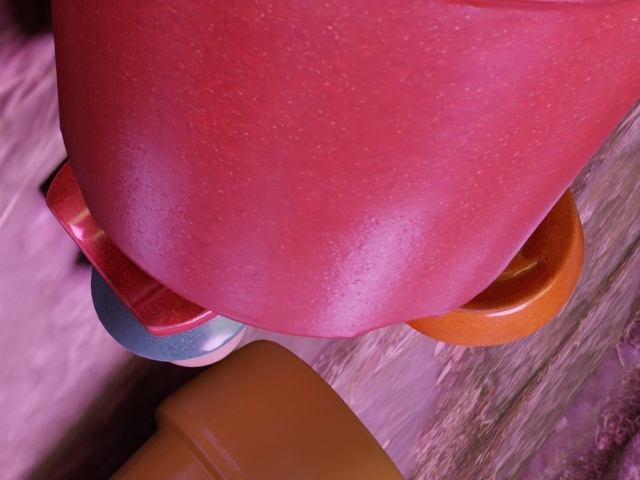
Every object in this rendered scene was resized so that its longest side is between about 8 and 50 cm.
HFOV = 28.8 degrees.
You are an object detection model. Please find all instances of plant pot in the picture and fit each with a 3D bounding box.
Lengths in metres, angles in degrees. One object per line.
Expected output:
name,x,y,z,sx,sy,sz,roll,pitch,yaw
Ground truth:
plant pot,-0.066,0.226,0.753,0.239,0.254,0.254,-32,152,-18
plant pot,0.019,-0.117,0.416,0.272,0.272,0.265,-41,163,-34

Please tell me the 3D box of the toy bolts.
toy bolts,0.000,0.000,0.631,0.228,0.218,0.158,-33,161,-10
